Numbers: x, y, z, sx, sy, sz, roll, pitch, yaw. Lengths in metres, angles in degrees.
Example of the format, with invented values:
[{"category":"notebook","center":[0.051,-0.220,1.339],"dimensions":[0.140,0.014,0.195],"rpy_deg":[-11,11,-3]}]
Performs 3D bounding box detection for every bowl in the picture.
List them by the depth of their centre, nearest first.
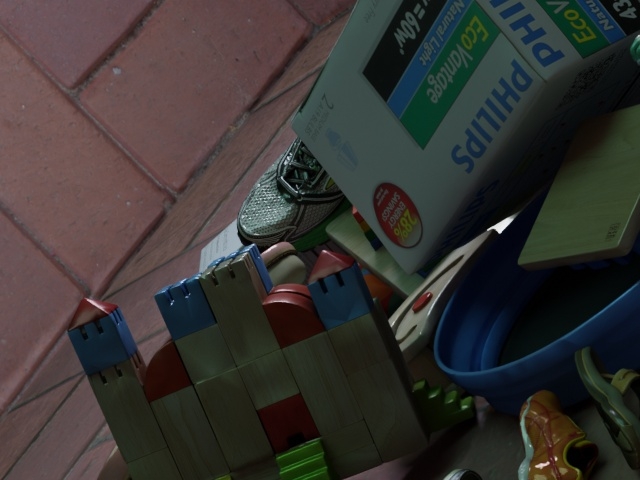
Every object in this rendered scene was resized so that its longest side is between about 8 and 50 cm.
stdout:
[{"category":"bowl","center":[0.281,0.017,1.815],"dimensions":[0.391,0.077,0.391],"rpy_deg":[-39,14,12]}]

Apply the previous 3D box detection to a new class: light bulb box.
[{"category":"light bulb box","center":[0.211,-0.202,1.934],"dimensions":[0.361,0.225,0.358],"rpy_deg":[-28,-19,-34]}]

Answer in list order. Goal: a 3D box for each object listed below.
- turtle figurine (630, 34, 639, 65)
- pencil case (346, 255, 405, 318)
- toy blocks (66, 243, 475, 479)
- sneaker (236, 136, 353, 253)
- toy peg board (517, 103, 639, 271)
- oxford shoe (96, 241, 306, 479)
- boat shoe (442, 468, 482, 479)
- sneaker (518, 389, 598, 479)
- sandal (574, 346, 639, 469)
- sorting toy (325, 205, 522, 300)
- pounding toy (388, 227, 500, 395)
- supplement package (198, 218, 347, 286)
[{"category":"turtle figurine","center":[0.378,-0.170,1.688],"dimensions":[0.118,0.175,0.234],"rpy_deg":[-61,-4,7]},{"category":"pencil case","center":[0.028,0.090,2.329],"dimensions":[0.236,0.104,0.104],"rpy_deg":[-38,14,14]},{"category":"toy blocks","center":[-0.071,0.128,1.870],"dimensions":[0.381,0.261,0.191],"rpy_deg":[-22,5,9]},{"category":"sneaker","center":[0.012,-0.126,2.323],"dimensions":[0.343,0.134,0.146],"rpy_deg":[-49,-30,5]},{"category":"toy peg board","center":[0.280,-0.035,1.698],"dimensions":[0.161,0.079,0.161],"rpy_deg":[-14,47,63]},{"category":"oxford shoe","center":[-0.111,0.190,2.257],"dimensions":[0.397,0.146,0.140],"rpy_deg":[-58,-17,-4]},{"category":"boat shoe","center":[0.117,0.261,1.623],"dimensions":[0.049,0.056,0.152],"rpy_deg":[-23,33,44]},{"category":"sneaker","center":[0.207,0.182,1.611],"dimensions":[0.067,0.064,0.175],"rpy_deg":[-17,23,12]},{"category":"sandal","center":[0.256,0.136,1.564],"dimensions":[0.049,0.072,0.180],"rpy_deg":[-27,16,3]},{"category":"sorting toy","center":[0.148,-0.064,2.208],"dimensions":[0.257,0.089,0.255],"rpy_deg":[-37,32,-9]},{"category":"pounding toy","center":[0.098,0.084,1.992],"dimensions":[0.269,0.155,0.154],"rpy_deg":[-47,10,-18]},{"category":"supplement package","center":[0.000,0.000,2.510],"dimensions":[0.293,0.175,0.177],"rpy_deg":[-41,12,8]}]
